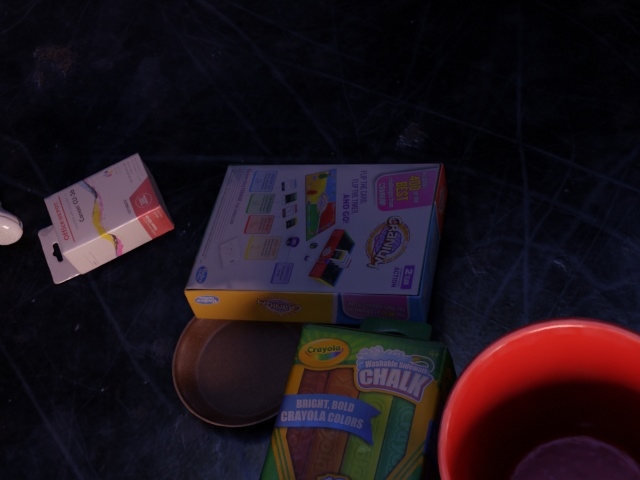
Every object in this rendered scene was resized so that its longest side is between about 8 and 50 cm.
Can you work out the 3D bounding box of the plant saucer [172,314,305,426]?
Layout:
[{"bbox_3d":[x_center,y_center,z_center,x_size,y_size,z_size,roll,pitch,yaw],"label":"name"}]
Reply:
[{"bbox_3d":[-0.098,0.160,1.387,0.199,0.036,0.198,-7,58,12],"label":"plant saucer"}]

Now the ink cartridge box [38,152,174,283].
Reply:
[{"bbox_3d":[-0.333,-0.031,1.549,0.198,0.067,0.115,-27,57,-1],"label":"ink cartridge box"}]

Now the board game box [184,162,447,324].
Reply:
[{"bbox_3d":[0.000,0.000,1.412,0.317,0.064,0.242,1,49,16],"label":"board game box"}]

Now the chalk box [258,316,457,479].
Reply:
[{"bbox_3d":[0.061,0.213,1.224,0.180,0.179,0.288,5,61,17],"label":"chalk box"}]

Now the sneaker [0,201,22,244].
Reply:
[{"bbox_3d":[-0.542,-0.076,1.621,0.240,0.091,0.126,15,64,24],"label":"sneaker"}]

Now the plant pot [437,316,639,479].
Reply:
[{"bbox_3d":[0.270,0.255,1.102,0.275,0.243,0.274,-7,58,11],"label":"plant pot"}]
